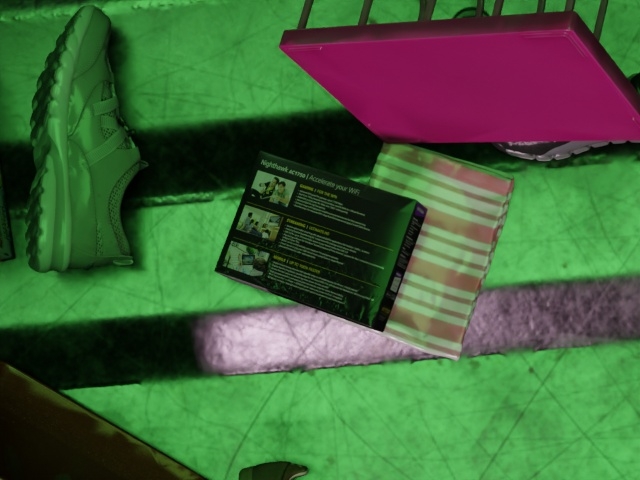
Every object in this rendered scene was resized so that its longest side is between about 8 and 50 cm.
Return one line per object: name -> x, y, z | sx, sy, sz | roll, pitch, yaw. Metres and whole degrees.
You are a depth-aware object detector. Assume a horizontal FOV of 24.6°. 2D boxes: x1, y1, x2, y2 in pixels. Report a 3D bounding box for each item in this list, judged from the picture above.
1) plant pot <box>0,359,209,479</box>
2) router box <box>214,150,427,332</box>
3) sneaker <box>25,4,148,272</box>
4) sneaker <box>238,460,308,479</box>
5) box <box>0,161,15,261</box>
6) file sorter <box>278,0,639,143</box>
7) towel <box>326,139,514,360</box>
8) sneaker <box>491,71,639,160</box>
plant pot -> -0.296, 0.292, 1.375 | 0.267, 0.267, 0.236 | 28, 99, 9
router box -> 0.000, 0.000, 1.456 | 0.179, 0.046, 0.133 | 19, 86, 20
sneaker -> -0.234, -0.100, 1.503 | 0.115, 0.105, 0.281 | 8, 80, -23
sneaker -> -0.030, 0.308, 1.426 | 0.071, 0.066, 0.188 | -13, 82, 4
box -> -0.359, -0.084, 1.490 | 0.036, 0.114, 0.207 | -11, 81, 5
file sorter -> 0.153, -0.213, 1.345 | 0.291, 0.202, 0.182 | 2, 68, 35
towel -> 0.100, 0.007, 1.469 | 0.144, 0.029, 0.197 | 18, 85, 9
sneaker -> 0.273, -0.134, 1.415 | 0.229, 0.132, 0.086 | -6, 82, 5
